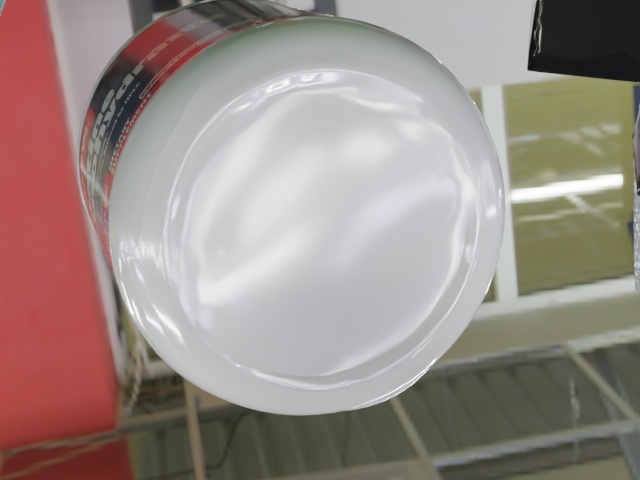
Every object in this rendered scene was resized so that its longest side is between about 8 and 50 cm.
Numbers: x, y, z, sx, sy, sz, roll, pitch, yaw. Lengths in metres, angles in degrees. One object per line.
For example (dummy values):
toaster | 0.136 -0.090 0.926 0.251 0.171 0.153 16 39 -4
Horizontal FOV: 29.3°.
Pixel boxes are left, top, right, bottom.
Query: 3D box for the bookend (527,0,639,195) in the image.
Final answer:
bookend | 0.169 -0.093 0.612 0.156 0.157 0.072 6 -144 7

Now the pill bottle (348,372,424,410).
pill bottle | 0.000 0.000 1.090 0.160 0.160 0.283 -10 -141 -7

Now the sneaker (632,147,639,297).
sneaker | 0.288 -0.033 0.795 0.161 0.102 0.282 2 -162 21

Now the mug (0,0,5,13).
mug | -0.319 -0.199 0.998 0.097 0.157 0.129 19 -170 -26

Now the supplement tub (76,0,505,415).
supplement tub | -0.033 -0.034 0.675 0.191 0.191 0.272 -11 -164 -13
